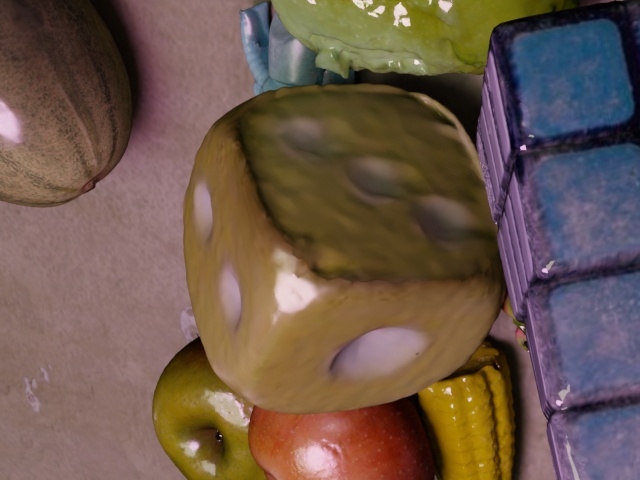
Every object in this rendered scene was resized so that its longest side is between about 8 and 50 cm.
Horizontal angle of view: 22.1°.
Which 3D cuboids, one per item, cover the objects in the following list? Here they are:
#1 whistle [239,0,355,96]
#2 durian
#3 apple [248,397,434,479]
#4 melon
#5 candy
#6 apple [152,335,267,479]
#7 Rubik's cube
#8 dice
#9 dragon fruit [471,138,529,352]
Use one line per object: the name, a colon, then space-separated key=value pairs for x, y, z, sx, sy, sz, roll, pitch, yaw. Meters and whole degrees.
whistle: x=-0.012 y=-0.148 z=1.621 sx=0.186 sy=0.093 sz=0.274 roll=33 pitch=130 yaw=54
durian: x=0.072 y=-0.273 z=1.427 sx=0.340 sy=0.204 sz=0.255 roll=9 pitch=122 yaw=21
apple: x=0.016 y=0.212 z=1.640 sx=0.201 sy=0.162 sz=0.201 roll=55 pitch=159 yaw=33
melon: x=-0.346 y=-0.185 z=1.758 sx=0.329 sy=0.248 sz=0.248 roll=48 pitch=132 yaw=3
candy: x=0.150 y=0.202 z=1.666 sx=0.106 sy=0.094 sz=0.199 roll=4 pitch=119 yaw=32
apple: x=-0.086 y=0.187 z=1.797 sx=0.196 sy=0.157 sz=0.196 roll=19 pitch=124 yaw=31
Rubik's cube: x=0.302 y=0.015 z=1.147 sx=0.344 sy=0.344 sz=0.337 roll=-12 pitch=82 yaw=3
dice: x=0.016 y=0.009 z=1.498 sx=0.227 sy=0.238 sz=0.233 roll=114 pitch=145 yaw=-50
dragon fruit: x=0.210 y=0.003 z=1.491 sx=0.137 sy=0.135 sz=0.236 roll=-24 pitch=91 yaw=46
